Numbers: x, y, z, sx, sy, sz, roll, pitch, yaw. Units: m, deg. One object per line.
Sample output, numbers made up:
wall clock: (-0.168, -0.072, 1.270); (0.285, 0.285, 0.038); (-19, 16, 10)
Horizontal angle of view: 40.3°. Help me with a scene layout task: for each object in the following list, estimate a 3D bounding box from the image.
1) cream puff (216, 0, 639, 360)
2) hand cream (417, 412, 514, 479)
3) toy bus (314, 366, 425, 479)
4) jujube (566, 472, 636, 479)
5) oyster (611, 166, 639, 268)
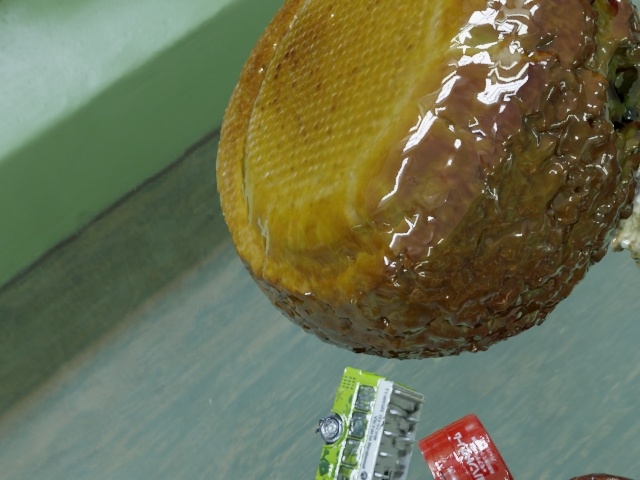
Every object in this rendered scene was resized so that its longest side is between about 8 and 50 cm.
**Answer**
cream puff: (0.074, -0.062, 0.553); (0.212, 0.303, 0.303); (22, 66, -34)
hand cream: (0.270, 0.419, 1.574); (0.125, 0.193, 0.193); (-30, 76, 1)
toy bus: (0.062, 0.337, 1.213); (0.139, 0.113, 0.301); (3, 73, 39)
jujube: (0.285, 0.322, 0.770); (0.243, 0.183, 0.183); (44, 73, 10)
oyster: (0.444, -0.098, 1.024); (0.201, 0.354, 0.107); (7, 31, 17)
